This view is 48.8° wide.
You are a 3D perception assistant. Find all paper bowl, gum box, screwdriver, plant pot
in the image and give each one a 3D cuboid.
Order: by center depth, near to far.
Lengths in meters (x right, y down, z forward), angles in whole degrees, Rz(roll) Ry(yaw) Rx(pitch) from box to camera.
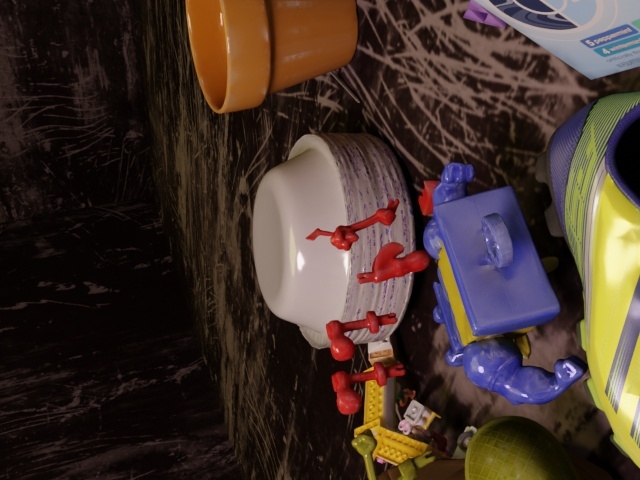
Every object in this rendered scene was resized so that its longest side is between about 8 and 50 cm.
[{"bbox_3d":[0.153,-0.170,0.413,0.041,0.184,0.157,-67,18,-7],"label":"gum box"},{"bbox_3d":[-0.061,-0.282,0.926,0.205,0.188,0.205,168,90,-70],"label":"plant pot"},{"bbox_3d":[0.000,0.000,0.937,0.284,0.148,0.284,176,90,-71],"label":"paper bowl"},{"bbox_3d":[0.017,-0.236,1.002,0.170,0.024,0.025,55,-179,35],"label":"screwdriver"}]

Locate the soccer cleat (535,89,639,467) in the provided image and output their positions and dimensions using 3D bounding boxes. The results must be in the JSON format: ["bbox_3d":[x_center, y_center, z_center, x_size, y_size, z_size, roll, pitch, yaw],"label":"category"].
[{"bbox_3d":[0.228,0.040,0.452,0.121,0.093,0.289,-33,70,63],"label":"soccer cleat"}]

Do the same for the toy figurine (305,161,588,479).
[{"bbox_3d":[0.107,0.069,0.554,0.217,0.191,0.363,92,168,-61],"label":"toy figurine"}]

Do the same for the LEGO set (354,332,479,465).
[{"bbox_3d":[0.124,0.232,0.889,0.132,0.107,0.287,-54,26,6],"label":"LEGO set"}]

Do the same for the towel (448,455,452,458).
[{"bbox_3d":[0.180,0.317,0.881,0.060,0.009,0.083,-179,78,-71],"label":"towel"}]

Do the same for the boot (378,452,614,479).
[{"bbox_3d":[0.194,0.309,0.691,0.262,0.095,0.203,-19,112,37],"label":"boot"}]

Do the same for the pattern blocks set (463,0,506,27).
[{"bbox_3d":[0.088,-0.238,0.484,0.285,0.026,0.325,29,177,16],"label":"pattern blocks set"}]
